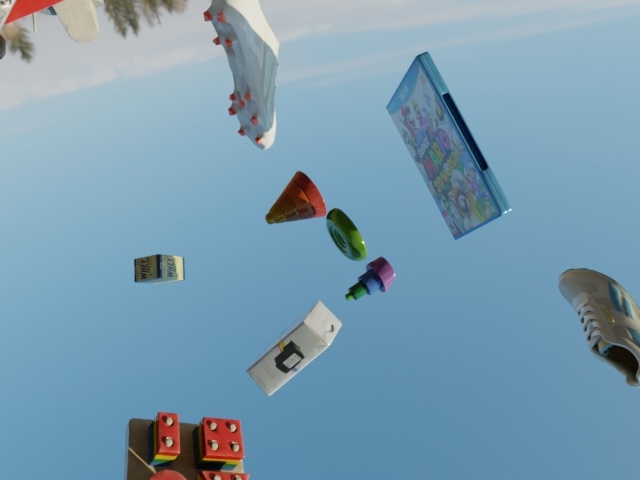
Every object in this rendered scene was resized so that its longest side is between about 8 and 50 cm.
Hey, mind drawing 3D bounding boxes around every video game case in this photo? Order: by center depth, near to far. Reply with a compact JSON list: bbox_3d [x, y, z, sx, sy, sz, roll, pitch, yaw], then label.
[{"bbox_3d":[0.122,-0.087,0.581,0.015,0.166,0.119,-25,173,-11],"label":"video game case"}]

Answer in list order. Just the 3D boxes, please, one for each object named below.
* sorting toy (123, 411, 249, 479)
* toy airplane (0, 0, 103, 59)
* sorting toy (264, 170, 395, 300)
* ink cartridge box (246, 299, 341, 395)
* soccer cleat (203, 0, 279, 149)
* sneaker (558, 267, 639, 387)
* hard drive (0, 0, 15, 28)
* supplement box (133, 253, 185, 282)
[{"bbox_3d":[-0.263,0.481,1.200,0.257,0.089,0.256,16,-143,-29],"label":"sorting toy"},{"bbox_3d":[-0.499,-0.515,1.024,0.386,0.273,0.384,-38,165,33],"label":"toy airplane"},{"bbox_3d":[0.000,0.000,1.224,0.126,0.127,0.365,-32,-126,-14],"label":"sorting toy"},{"bbox_3d":[-0.052,0.216,1.191,0.175,0.072,0.127,-43,180,19],"label":"ink cartridge box"},{"bbox_3d":[-0.075,-0.198,0.686,0.076,0.196,0.068,-37,-134,-27],"label":"soccer cleat"},{"bbox_3d":[0.486,0.140,0.986,0.092,0.087,0.229,-21,-124,-24],"label":"sneaker"},{"bbox_3d":[-0.339,-0.188,0.542,0.094,0.022,0.135,33,-86,32],"label":"hard drive"},{"bbox_3d":[-0.375,0.068,1.356,0.083,0.056,0.083,-11,168,29],"label":"supplement box"}]
